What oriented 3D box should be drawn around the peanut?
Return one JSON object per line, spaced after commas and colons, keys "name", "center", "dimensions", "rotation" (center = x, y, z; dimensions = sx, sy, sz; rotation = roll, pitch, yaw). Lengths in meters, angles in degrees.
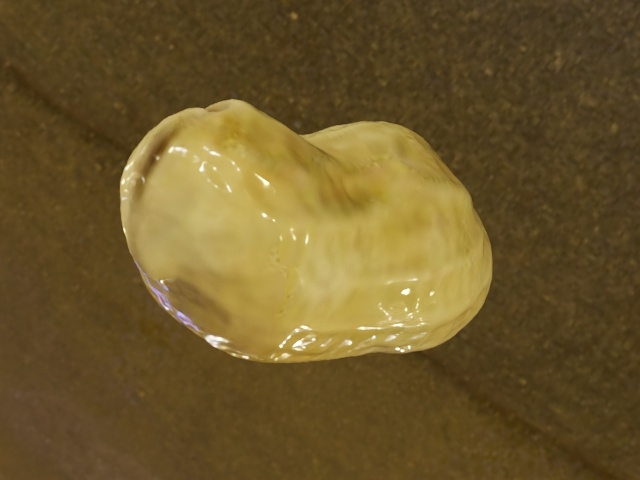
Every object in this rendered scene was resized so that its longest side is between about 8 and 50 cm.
{"name": "peanut", "center": [-0.002, 0.005, 0.838], "dimensions": [0.174, 0.340, 0.158], "rotation": [-46, 63, 35]}
